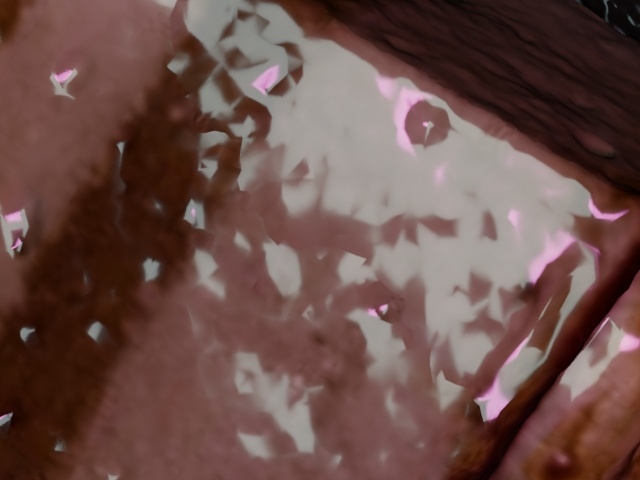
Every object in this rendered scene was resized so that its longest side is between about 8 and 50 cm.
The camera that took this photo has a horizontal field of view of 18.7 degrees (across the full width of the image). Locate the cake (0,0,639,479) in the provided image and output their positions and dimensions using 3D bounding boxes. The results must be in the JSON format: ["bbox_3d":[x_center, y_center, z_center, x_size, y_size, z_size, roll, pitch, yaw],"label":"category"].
[{"bbox_3d":[0.000,0.000,0.600,0.293,0.196,0.198,33,111,8],"label":"cake"}]
